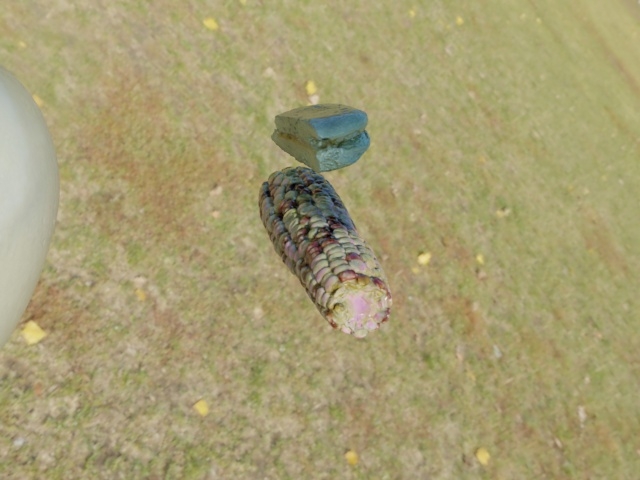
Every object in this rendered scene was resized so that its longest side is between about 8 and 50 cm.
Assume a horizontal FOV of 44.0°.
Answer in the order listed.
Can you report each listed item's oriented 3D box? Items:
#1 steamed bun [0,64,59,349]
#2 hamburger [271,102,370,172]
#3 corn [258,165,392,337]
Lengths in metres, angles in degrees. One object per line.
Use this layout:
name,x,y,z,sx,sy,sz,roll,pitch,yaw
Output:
steamed bun,-0.319,0.007,0.589,0.206,0.324,0.324,28,33,-11
hamburger,0.007,-0.115,0.824,0.121,0.084,0.054,28,-45,55
corn,0.000,0.000,0.817,0.092,0.092,0.280,35,11,-28
